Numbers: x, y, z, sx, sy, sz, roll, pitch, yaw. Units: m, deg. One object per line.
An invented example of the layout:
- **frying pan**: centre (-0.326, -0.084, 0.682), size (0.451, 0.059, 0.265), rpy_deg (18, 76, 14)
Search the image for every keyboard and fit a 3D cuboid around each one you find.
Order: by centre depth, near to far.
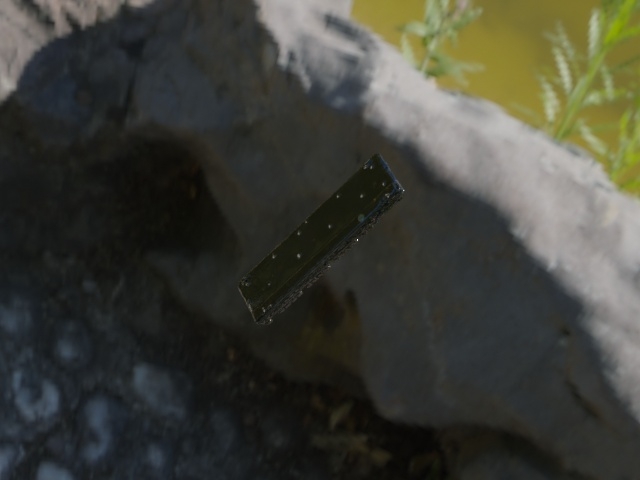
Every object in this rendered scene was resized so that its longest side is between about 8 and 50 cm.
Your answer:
- **keyboard**: centre (0.001, 0.000, 1.848), size (0.023, 0.231, 0.072), rpy_deg (31, 22, -46)
